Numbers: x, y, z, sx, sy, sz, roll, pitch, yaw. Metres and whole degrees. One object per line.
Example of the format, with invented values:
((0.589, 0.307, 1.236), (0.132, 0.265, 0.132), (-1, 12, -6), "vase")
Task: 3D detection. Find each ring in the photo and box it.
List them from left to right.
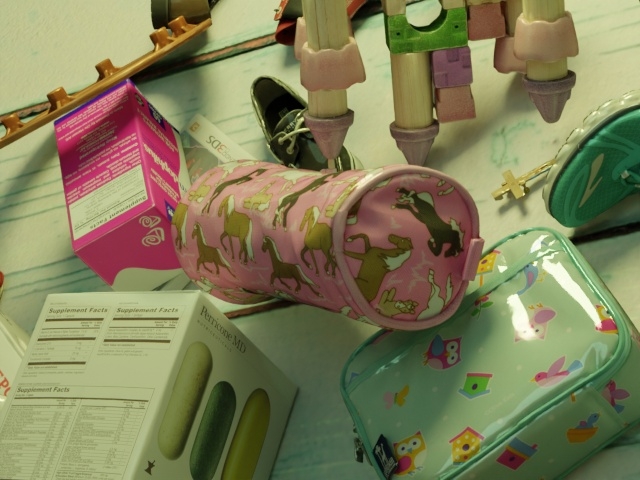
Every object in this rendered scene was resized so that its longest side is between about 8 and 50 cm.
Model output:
((-0.277, -0.182, 2.193), (0.337, 0.032, 0.336), (-29, 9, 5), "ring")

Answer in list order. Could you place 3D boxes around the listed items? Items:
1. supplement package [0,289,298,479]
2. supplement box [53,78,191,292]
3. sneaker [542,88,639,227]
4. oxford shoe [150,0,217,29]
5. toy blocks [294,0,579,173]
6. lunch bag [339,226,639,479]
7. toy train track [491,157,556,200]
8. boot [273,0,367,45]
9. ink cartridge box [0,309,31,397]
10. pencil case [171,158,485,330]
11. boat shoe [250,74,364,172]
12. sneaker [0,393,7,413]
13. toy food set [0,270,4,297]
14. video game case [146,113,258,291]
((-0.184, 0.210, 1.835), (0.198, 0.199, 0.262), (-3, 56, 34), "supplement package")
((-0.216, -0.057, 2.098), (0.114, 0.111, 0.220), (-28, 45, 14), "supplement box")
((0.336, -0.091, 1.772), (0.275, 0.107, 0.110), (-32, 54, 12), "sneaker")
((-0.151, -0.345, 2.350), (0.096, 0.082, 0.227), (1, 50, 6), "oxford shoe")
((0.109, -0.202, 1.966), (0.289, 0.260, 0.309), (-8, 21, -4), "toy blocks")
((0.154, 0.128, 1.722), (0.279, 0.108, 0.224), (-35, 44, 8), "lunch bag")
((0.214, -0.062, 1.898), (0.083, 0.014, 0.048), (-29, 37, 6), "toy train track")
((-0.029, -0.326, 2.229), (0.176, 0.088, 0.244), (-50, 47, -5), "boot")
((-0.407, 0.242, 2.022), (0.306, 0.131, 0.226), (-42, 45, -2), "ink cartridge box")
((0.000, 0.000, 1.813), (0.167, 0.160, 0.386), (-29, 15, -23), "pencil case")
((-0.023, -0.107, 2.061), (0.078, 0.070, 0.219), (-40, 43, 3), "boat shoe")
((-0.383, 0.153, 1.921), (0.229, 0.087, 0.092), (8, 62, 35), "sneaker")
((-0.415, 0.064, 2.247), (0.083, 0.020, 0.083), (-11, 51, 29), "toy food set")
((-0.162, -0.037, 2.141), (0.201, 0.023, 0.183), (-47, 43, -4), "video game case")
